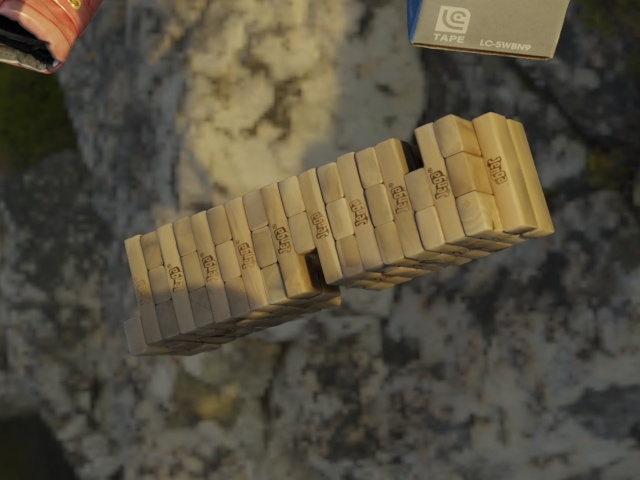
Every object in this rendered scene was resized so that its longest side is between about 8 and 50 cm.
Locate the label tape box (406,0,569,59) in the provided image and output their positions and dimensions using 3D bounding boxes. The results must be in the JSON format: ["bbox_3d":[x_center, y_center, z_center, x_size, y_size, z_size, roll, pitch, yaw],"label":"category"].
[{"bbox_3d":[0.131,-0.321,1.002,0.240,0.106,0.333,-88,6,-45],"label":"label tape box"}]

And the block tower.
[{"bbox_3d":[0.000,0.000,1.191,0.335,0.091,0.097,-22,74,27],"label":"block tower"}]

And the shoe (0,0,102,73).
[{"bbox_3d":[-0.205,-0.162,0.859,0.063,0.178,0.081,-46,20,54],"label":"shoe"}]
